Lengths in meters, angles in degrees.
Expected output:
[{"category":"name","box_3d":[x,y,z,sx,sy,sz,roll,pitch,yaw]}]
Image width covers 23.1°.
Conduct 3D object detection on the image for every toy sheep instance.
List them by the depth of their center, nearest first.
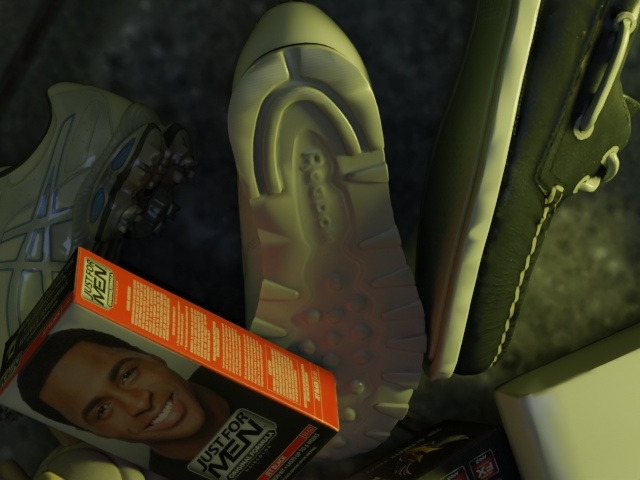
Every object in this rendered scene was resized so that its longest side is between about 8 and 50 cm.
[{"category":"toy sheep","box_3d":[-0.104,0.130,0.751,0.091,0.132,0.091,-8,70,22]}]

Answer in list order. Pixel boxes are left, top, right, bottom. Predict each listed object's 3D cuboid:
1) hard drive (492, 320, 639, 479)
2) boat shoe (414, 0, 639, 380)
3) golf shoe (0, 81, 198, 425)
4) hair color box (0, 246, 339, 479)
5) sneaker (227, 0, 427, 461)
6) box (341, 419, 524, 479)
[{"category":"hard drive","box_3d":[0.248,0.196,0.809,0.233,0.047,0.353,-22,100,-16]},{"category":"boat shoe","box_3d":[0.111,-0.074,0.745,0.091,0.114,0.302,9,104,-11]},{"category":"golf shoe","box_3d":[-0.135,0.005,0.767,0.086,0.069,0.176,33,96,18]},{"category":"hair color box","box_3d":[-0.068,0.067,0.718,0.141,0.043,0.072,28,120,-22]},{"category":"sneaker","box_3d":[0.000,0.000,0.763,0.090,0.095,0.235,-4,118,-6]},{"category":"box","box_3d":[0.020,0.218,0.757,0.231,0.056,0.183,-25,100,-28]}]
